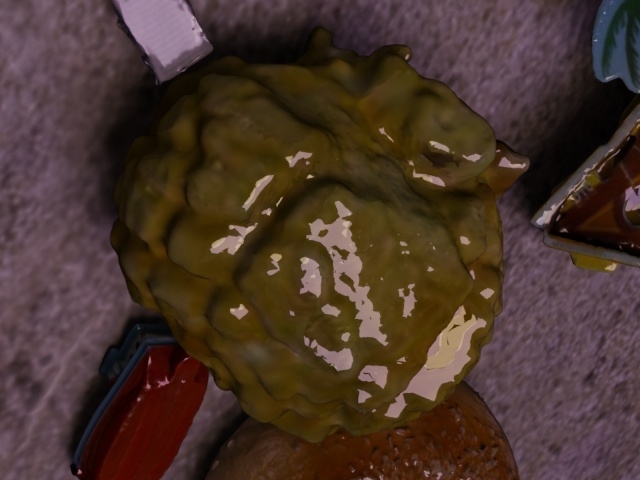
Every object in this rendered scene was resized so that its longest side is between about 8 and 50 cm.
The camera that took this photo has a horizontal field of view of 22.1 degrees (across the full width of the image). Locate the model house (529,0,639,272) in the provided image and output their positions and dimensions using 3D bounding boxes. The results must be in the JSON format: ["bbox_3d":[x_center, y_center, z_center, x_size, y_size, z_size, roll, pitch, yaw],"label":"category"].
[{"bbox_3d":[0.303,-0.106,1.238,0.323,0.340,0.300,-16,178,8],"label":"model house"}]

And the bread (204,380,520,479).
[{"bbox_3d":[0.036,0.240,1.297,0.305,0.159,0.305,-19,131,-23],"label":"bread"}]

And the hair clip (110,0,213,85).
[{"bbox_3d":[-0.121,-0.190,0.930,0.140,0.054,0.220,-30,133,-5],"label":"hair clip"}]

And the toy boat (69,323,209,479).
[{"bbox_3d":[-0.132,0.125,1.166,0.069,0.059,0.173,3,128,-35],"label":"toy boat"}]

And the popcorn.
[{"bbox_3d":[0.000,0.000,1.043,0.270,0.224,0.258,-4,118,-25],"label":"popcorn"}]
